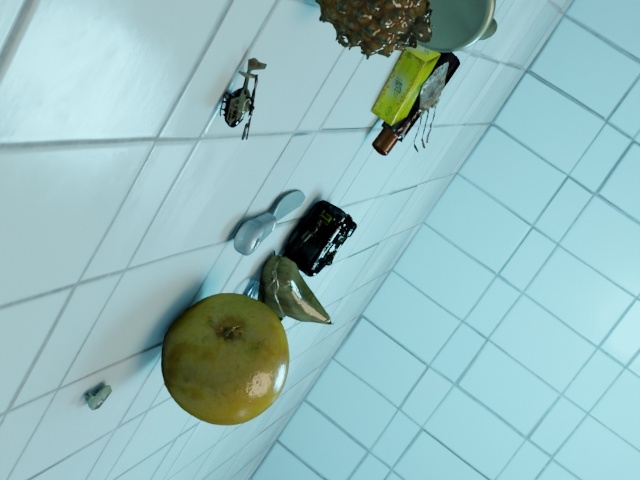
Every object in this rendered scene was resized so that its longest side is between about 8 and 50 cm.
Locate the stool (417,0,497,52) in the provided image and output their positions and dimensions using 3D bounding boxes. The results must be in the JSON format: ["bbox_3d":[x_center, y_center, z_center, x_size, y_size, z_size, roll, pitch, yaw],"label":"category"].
[{"bbox_3d":[0.252,-0.464,1.662,0.199,0.195,0.195,-45,165,-52],"label":"stool"}]

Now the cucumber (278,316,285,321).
[{"bbox_3d":[-0.129,0.210,2.417,0.181,0.053,0.053,-45,165,-37],"label":"cucumber"}]

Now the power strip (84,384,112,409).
[{"bbox_3d":[-0.410,0.286,1.654,0.055,0.035,0.083,-54,-179,1],"label":"power strip"}]

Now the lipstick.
[{"bbox_3d":[0.224,-0.331,2.162,0.299,0.081,0.081,-53,168,-4],"label":"lipstick"}]

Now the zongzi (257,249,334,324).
[{"bbox_3d":[-0.051,0.127,2.138,0.194,0.197,0.099,98,15,-60],"label":"zongzi"}]

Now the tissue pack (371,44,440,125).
[{"bbox_3d":[0.193,-0.353,2.035,0.095,0.062,0.176,-36,159,-55],"label":"tissue pack"}]

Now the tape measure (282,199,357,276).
[{"bbox_3d":[0.000,0.000,2.185,0.186,0.112,0.199,-52,167,4],"label":"tape measure"}]

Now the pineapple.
[{"bbox_3d":[0.091,-0.352,1.356,0.166,0.193,0.166,-43,159,-21],"label":"pineapple"}]

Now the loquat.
[{"bbox_3d":[-0.185,0.235,1.798,0.263,0.263,0.263,-50,167,-16],"label":"loquat"}]

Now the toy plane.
[{"bbox_3d":[-0.115,-0.210,1.328,0.031,0.049,0.120,-21,128,-69],"label":"toy plane"}]

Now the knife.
[{"bbox_3d":[-0.091,-0.056,1.877,0.331,0.044,0.080,-44,159,-59],"label":"knife"}]

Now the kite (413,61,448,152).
[{"bbox_3d":[0.253,-0.308,2.127,0.127,0.016,0.229,-37,146,-41],"label":"kite"}]

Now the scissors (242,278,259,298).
[{"bbox_3d":[-0.189,0.181,2.138,0.125,0.030,0.256,-61,176,-26],"label":"scissors"}]
